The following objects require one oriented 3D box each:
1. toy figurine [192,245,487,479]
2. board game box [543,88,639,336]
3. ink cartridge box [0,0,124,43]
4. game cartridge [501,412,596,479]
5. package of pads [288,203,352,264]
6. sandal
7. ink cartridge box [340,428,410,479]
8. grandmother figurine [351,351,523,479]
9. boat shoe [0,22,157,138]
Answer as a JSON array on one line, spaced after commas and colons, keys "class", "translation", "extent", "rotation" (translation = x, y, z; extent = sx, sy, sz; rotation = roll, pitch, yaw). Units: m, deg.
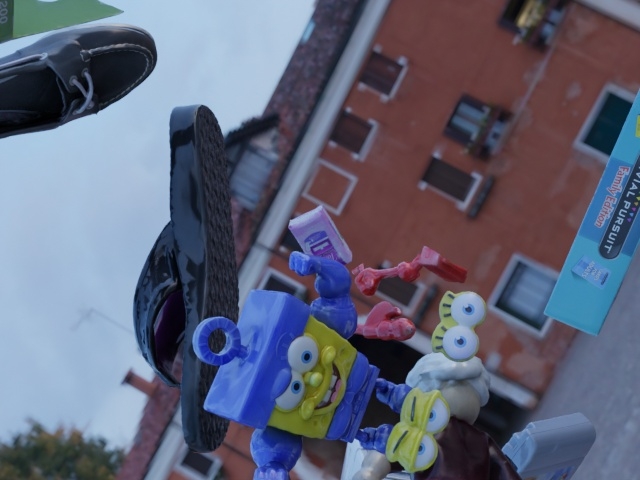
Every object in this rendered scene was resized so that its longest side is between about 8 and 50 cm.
[{"class": "toy figurine", "translation": [-0.041, 0.137, 0.946], "extent": [0.217, 0.191, 0.362], "rotation": [31, -103, -37]}, {"class": "board game box", "translation": [0.416, -0.063, 1.530], "extent": [0.254, 0.079, 0.336], "rotation": [-29, -40, -68]}, {"class": "ink cartridge box", "translation": [-0.286, -0.197, 0.848], "extent": [0.235, 0.171, 0.056], "rotation": [-32, -38, -46]}, {"class": "game cartridge", "translation": [0.318, 0.404, 1.837], "extent": [0.198, 0.062, 0.297], "rotation": [2, -52, -41]}, {"class": "package of pads", "translation": [0.000, 0.000, 1.443], "extent": [0.050, 0.083, 0.032], "rotation": [-25, 25, 14]}, {"class": "sandal", "translation": [-0.171, 0.048, 1.426], "extent": [0.167, 0.107, 0.445], "rotation": [55, -151, -67]}, {"class": "ink cartridge box", "translation": [0.072, 0.337, 1.412], "extent": [0.218, 0.092, 0.158], "rotation": [-106, 26, -87]}, {"class": "grandmother figurine", "translation": [0.126, 0.256, 1.148], "extent": [0.104, 0.208, 0.342], "rotation": [-43, 31, 43]}, {"class": "boat shoe", "translation": [-0.337, -0.156, 1.265], "extent": [0.335, 0.095, 0.112], "rotation": [-14, -43, -14]}]
